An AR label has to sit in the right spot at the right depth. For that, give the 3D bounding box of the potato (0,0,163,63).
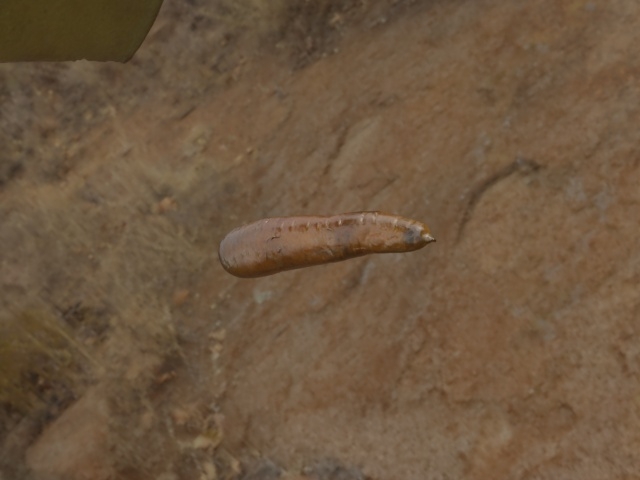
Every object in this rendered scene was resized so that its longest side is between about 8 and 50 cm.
[{"bbox_3d":[-0.236,-0.233,0.885,0.269,0.112,0.255,-47,-12,-4],"label":"potato"}]

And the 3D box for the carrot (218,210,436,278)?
[{"bbox_3d":[0.000,0.000,0.971,0.248,0.059,0.059,-7,43,36],"label":"carrot"}]
